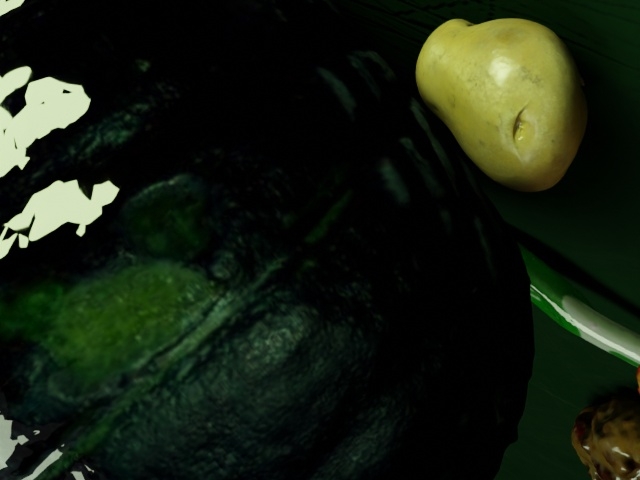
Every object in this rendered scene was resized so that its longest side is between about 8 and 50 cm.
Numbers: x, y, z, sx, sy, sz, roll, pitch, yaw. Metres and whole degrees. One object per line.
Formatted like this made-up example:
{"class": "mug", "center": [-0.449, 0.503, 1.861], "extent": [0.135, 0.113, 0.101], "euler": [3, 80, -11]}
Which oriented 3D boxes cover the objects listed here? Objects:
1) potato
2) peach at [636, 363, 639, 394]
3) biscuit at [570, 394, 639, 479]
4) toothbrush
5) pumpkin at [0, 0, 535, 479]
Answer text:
{"class": "potato", "center": [0.072, -0.058, 0.475], "extent": [0.083, 0.062, 0.068], "euler": [26, 130, 35]}
{"class": "peach", "center": [0.200, 0.063, 0.450], "extent": [0.151, 0.118, 0.151], "euler": [3, 141, 3]}
{"class": "biscuit", "center": [0.312, 0.225, 0.891], "extent": [0.289, 0.081, 0.334], "euler": [34, 171, 15]}
{"class": "toothbrush", "center": [0.139, 0.027, 0.714], "extent": [0.418, 0.040, 0.042], "euler": [29, 170, 15]}
{"class": "pumpkin", "center": [-0.063, 0.011, 0.560], "extent": [0.363, 0.266, 0.363], "euler": [48, -178, -2]}
